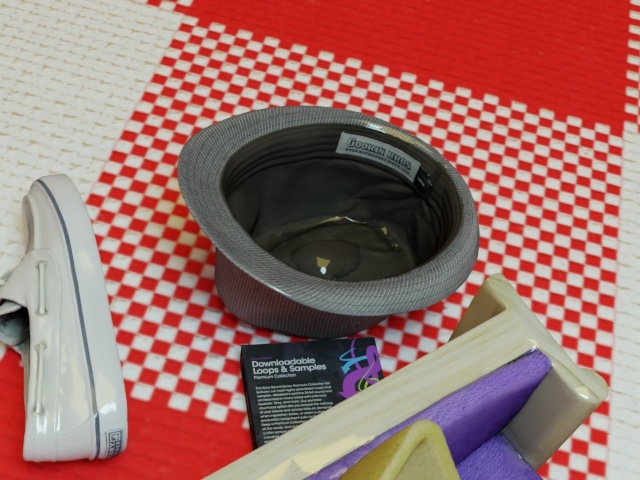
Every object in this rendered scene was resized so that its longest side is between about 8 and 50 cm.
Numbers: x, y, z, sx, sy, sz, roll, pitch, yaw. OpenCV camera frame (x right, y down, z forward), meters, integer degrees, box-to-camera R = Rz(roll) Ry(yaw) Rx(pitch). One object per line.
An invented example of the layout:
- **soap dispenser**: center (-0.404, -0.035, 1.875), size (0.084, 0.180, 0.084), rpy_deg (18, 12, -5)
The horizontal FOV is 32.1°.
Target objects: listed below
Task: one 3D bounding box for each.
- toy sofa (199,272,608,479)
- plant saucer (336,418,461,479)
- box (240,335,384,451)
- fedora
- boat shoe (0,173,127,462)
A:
- **toy sofa**: center (0.025, 0.189, 0.744), size (0.362, 0.150, 0.177), rpy_deg (-25, 65, -25)
- **plant saucer**: center (0.003, 0.317, 0.586), size (0.081, 0.333, 0.333), rpy_deg (1, 36, 38)
- **box**: center (0.002, 0.150, 0.886), size (0.116, 0.029, 0.162), rpy_deg (-2, 50, -12)
- **fedora**: center (0.000, 0.000, 0.956), size (0.275, 0.124, 0.244), rpy_deg (-23, 58, -38)
- **boat shoe**: center (-0.220, 0.057, 0.888), size (0.088, 0.096, 0.267), rpy_deg (-5, 57, -22)
